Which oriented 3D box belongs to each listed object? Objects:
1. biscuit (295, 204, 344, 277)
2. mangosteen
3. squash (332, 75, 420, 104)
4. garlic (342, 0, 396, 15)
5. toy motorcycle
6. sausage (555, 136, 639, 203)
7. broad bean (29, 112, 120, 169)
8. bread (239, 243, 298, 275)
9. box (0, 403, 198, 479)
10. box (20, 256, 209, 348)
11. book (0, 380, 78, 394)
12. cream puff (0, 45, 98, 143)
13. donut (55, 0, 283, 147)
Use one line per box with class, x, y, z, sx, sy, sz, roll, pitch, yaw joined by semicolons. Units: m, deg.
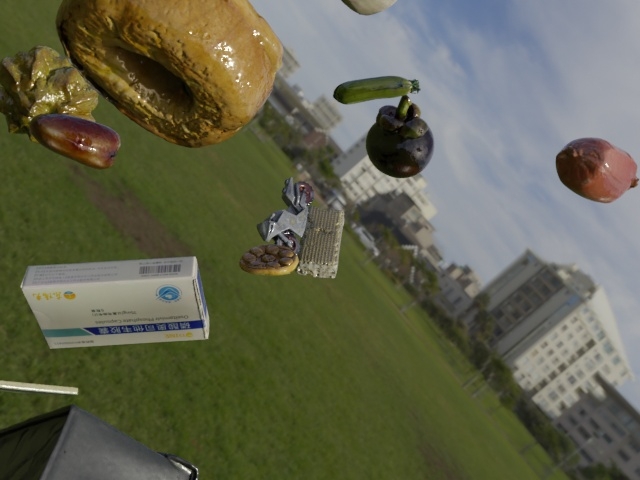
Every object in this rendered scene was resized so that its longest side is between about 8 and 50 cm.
biscuit;0.000;0.000;1.934;0.238;0.108;0.061;-80;176;-48
mangosteen;0.216;-0.280;1.988;0.194;0.194;0.230;52;-24;39
squash;0.117;-0.315;1.539;0.052;0.184;0.052;-5;90;-85
garlic;0.027;-0.276;0.693;0.128;0.090;0.198;45;32;-1
toy motorcycle;-0.089;-0.061;1.831;0.123;0.215;0.080;26;-28;-21
sausage;0.641;-0.161;1.716;0.254;0.148;0.148;21;24;-48
broad bean;-0.459;-0.191;1.379;0.165;0.084;0.114;19;-2;-23
bread;-0.095;0.037;1.350;0.110;0.110;0.024;-125;-151;-61
box;-0.368;0.397;0.968;0.204;0.345;0.251;40;45;-29
box;-0.414;0.131;1.531;0.065;0.344;0.200;-95;-179;-46
book;-0.663;0.287;1.462;0.323;0.018;0.228;-9;-19;43
cream puff;-0.663;-0.340;1.771;0.244;0.244;0.196;50;24;10
donut;-0.217;-0.277;1.075;0.317;0.150;0.299;19;-29;3
